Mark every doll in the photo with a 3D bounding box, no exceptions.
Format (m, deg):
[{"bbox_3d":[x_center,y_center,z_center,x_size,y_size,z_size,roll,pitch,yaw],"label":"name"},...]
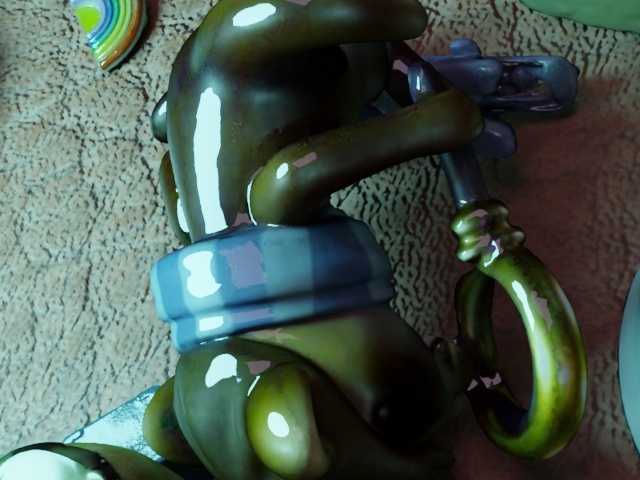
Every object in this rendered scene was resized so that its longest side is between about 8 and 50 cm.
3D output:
[{"bbox_3d":[0.004,0.000,0.973,0.318,0.209,0.340,-20,68,49],"label":"doll"}]

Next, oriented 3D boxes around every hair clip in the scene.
[{"bbox_3d":[0.038,-0.118,1.114,0.278,0.137,0.090,6,27,24],"label":"hair clip"},{"bbox_3d":[-0.188,-0.223,1.317,0.060,0.033,0.188,-27,54,3],"label":"hair clip"}]

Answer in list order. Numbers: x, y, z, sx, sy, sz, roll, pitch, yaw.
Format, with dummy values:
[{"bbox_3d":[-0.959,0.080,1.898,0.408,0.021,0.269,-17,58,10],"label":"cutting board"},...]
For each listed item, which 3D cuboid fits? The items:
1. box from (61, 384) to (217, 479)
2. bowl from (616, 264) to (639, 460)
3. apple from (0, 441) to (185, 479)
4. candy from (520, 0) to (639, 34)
[{"bbox_3d":[-0.123,0.146,1.046,0.099,0.054,0.074,-31,55,1],"label":"box"},{"bbox_3d":[0.326,0.026,0.878,0.345,0.157,0.345,-10,56,15],"label":"bowl"},{"bbox_3d":[-0.146,0.226,0.934,0.188,0.174,0.207,-37,96,20],"label":"apple"},{"bbox_3d":[0.277,-0.221,1.039,0.320,0.179,0.135,18,69,31],"label":"candy"}]
